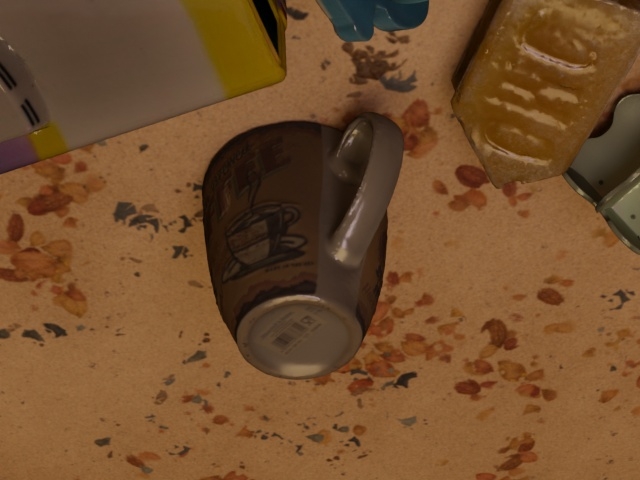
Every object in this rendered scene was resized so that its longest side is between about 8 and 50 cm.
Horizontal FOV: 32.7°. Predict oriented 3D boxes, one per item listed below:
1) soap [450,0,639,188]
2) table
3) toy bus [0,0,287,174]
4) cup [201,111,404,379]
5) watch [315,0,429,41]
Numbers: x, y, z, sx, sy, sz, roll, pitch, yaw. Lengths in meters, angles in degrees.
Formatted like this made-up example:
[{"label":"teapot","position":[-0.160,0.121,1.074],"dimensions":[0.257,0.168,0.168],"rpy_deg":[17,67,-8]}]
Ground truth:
[{"label":"soap","position":[0.235,-0.177,1.194],"dimensions":[0.160,0.080,0.257],"rpy_deg":[20,128,-4]},{"label":"table","position":[0.399,-0.102,1.244],"dimensions":[0.166,0.166,0.198],"rpy_deg":[32,115,-28]},{"label":"toy bus","position":[-0.264,-0.207,1.036],"dimensions":[0.440,0.249,0.209],"rpy_deg":[-16,131,11]},{"label":"cup","position":[0.000,0.000,1.240],"dimensions":[0.227,0.257,0.301],"rpy_deg":[24,125,-26]},{"label":"watch","position":[0.094,-0.295,1.019],"dimensions":[0.193,0.211,0.211],"rpy_deg":[-14,134,34]}]
